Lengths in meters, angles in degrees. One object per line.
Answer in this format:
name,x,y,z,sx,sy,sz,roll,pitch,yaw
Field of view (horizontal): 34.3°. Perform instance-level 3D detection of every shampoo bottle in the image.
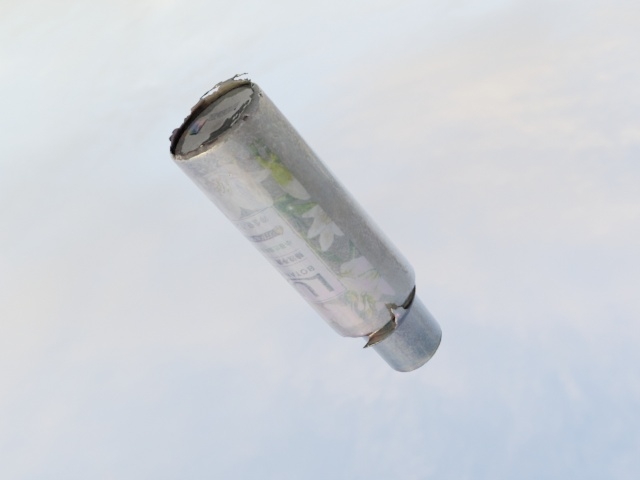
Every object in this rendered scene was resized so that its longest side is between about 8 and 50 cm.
shampoo bottle,0.000,0.000,0.630,0.072,0.214,0.072,-31,-150,20
